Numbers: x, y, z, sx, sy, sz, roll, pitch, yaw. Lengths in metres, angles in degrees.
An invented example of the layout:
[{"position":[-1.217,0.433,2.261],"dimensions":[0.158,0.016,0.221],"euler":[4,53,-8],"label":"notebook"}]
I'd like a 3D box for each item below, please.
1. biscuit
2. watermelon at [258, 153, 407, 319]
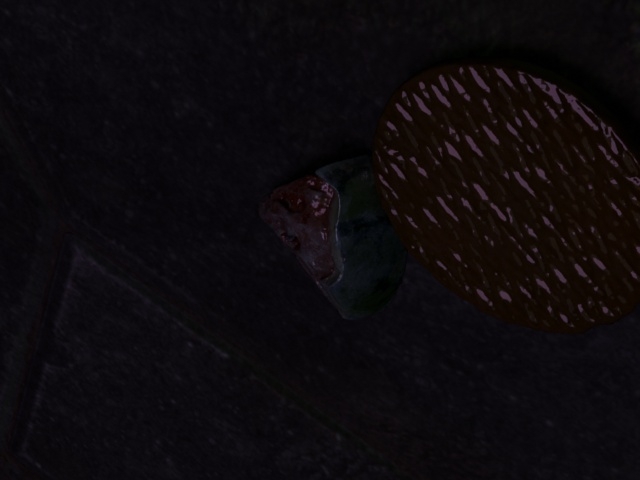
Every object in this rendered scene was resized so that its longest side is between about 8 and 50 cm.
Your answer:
[{"position":[0.159,-0.036,1.182],"dimensions":[0.262,0.037,0.262],"euler":[21,135,22],"label":"biscuit"},{"position":[0.000,0.000,1.319],"dimensions":[0.139,0.071,0.187],"euler":[20,135,29],"label":"watermelon"}]
